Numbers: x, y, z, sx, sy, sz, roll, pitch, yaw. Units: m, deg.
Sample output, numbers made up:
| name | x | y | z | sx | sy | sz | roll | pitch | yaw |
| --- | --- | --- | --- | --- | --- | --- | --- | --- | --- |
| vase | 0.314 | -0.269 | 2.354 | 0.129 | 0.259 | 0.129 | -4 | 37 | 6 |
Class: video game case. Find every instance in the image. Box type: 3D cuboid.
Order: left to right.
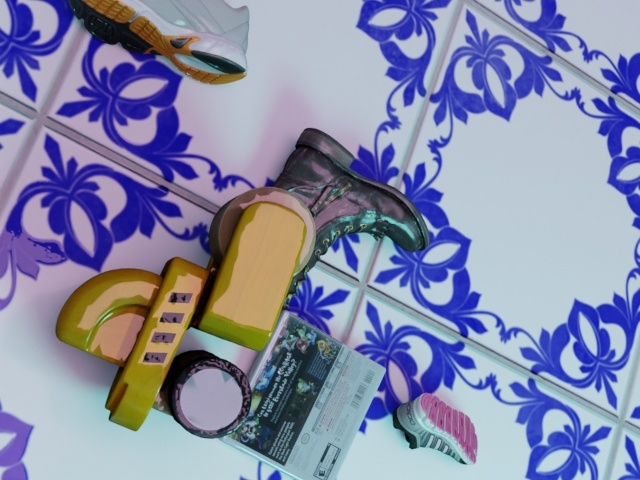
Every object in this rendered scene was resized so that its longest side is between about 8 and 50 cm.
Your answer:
| name | x | y | z | sx | sy | sz | roll | pitch | yaw |
| --- | --- | --- | --- | --- | --- | --- | --- | --- | --- |
| video game case | -0.022 | 0.215 | 1.619 | 0.173 | 0.022 | 0.190 | 32 | 75 | -21 |

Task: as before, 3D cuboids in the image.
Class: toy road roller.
| name | x | y | z | sx | sy | sz | roll | pitch | yaw |
| --- | --- | --- | --- | --- | --- | --- | --- | --- | --- |
| toy road roller | -0.171 | 0.069 | 1.460 | 0.240 | 0.202 | 0.329 | 24 | 83 | -10 |

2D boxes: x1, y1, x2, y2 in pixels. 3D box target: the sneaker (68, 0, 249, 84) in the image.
| name | x | y | z | sx | sy | sz | roll | pitch | yaw |
| --- | --- | --- | --- | --- | --- | --- | --- | --- | --- |
| sneaker | -0.206 | -0.304 | 1.593 | 0.262 | 0.099 | 0.121 | 24 | 63 | -31 |

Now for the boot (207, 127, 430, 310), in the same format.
| name | x | y | z | sx | sy | sz | roll | pitch | yaw |
| --- | --- | --- | --- | --- | --- | --- | --- | --- | --- |
| boot | 0.000 | 0.000 | 1.657 | 0.263 | 0.091 | 0.229 | 38 | 71 | -13 |

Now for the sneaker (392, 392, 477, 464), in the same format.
| name | x | y | z | sx | sy | sz | roll | pitch | yaw |
| --- | --- | --- | --- | --- | --- | --- | --- | --- | --- |
| sneaker | 0.159 | 0.267 | 1.702 | 0.170 | 0.075 | 0.063 | 40 | 44 | -41 |
